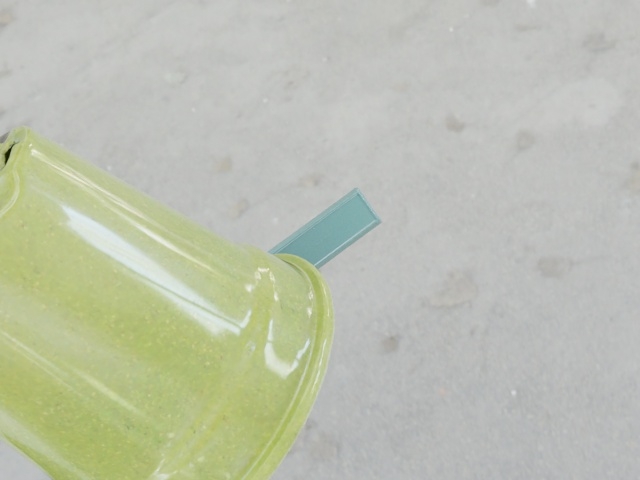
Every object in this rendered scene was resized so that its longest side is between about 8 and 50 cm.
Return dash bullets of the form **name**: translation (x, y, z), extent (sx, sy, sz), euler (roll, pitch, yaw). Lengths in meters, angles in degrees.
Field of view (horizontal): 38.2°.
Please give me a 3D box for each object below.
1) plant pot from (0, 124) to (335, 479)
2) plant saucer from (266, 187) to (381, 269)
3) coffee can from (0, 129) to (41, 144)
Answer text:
- **plant pot**: translation (-0.174, 0.060, 0.689), extent (0.276, 0.254, 0.276), euler (-35, 32, 26)
- **plant saucer**: translation (0.000, 0.000, 1.380), extent (0.192, 0.067, 0.018), euler (-36, 3, -9)
- **coffee can**: translation (-0.556, -0.041, 1.477), extent (0.275, 0.201, 0.201), euler (-17, 46, 18)
